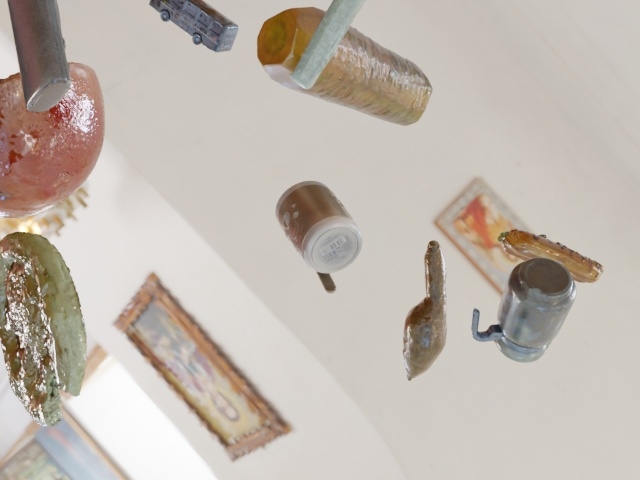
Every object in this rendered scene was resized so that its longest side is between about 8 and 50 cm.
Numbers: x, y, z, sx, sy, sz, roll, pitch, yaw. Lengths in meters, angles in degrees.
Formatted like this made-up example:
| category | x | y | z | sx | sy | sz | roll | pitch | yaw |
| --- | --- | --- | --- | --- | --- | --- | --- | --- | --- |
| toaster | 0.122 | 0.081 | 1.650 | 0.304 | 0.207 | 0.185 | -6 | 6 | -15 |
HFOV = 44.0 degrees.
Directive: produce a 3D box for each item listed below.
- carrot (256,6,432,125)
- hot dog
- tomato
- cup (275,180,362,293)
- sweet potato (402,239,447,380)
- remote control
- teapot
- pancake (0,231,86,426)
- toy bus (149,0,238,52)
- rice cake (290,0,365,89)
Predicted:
| category | x | y | z | sx | sy | sz | roll | pitch | yaw |
| --- | --- | --- | --- | --- | --- | --- | --- | --- | --- |
| carrot | 0.040 | -0.241 | 1.111 | 0.114 | 0.114 | 0.302 | -44 | 149 | 27 |
| hot dog | 0.253 | 0.015 | 0.861 | 0.049 | 0.122 | 0.036 | -171 | -78 | -83 |
| tomato | -0.457 | -0.136 | 1.268 | 0.309 | 0.170 | 0.309 | -31 | 177 | -2 |
| cup | -0.007 | -0.002 | 0.900 | 0.102 | 0.074 | 0.099 | -67 | -149 | 22 |
| sweet potato | 0.180 | 0.132 | 1.327 | 0.075 | 0.075 | 0.269 | -41 | 141 | -63 |
| remote control | -0.378 | -0.358 | 1.010 | 0.044 | 0.377 | 0.107 | -8 | 170 | -35 |
| teapot | 0.152 | 0.056 | 0.591 | 0.064 | 0.049 | 0.083 | -22 | 142 | -23 |
| pancake | -0.352 | 0.104 | 0.970 | 0.037 | 0.253 | 0.253 | -10 | 157 | -40 |
| toy bus | -0.215 | -0.381 | 1.343 | 0.047 | 0.166 | 0.065 | -28 | 152 | -55 |
| rice cake | 0.018 | -0.255 | 0.939 | 0.170 | 0.033 | 0.029 | -55 | 173 | 25 |
